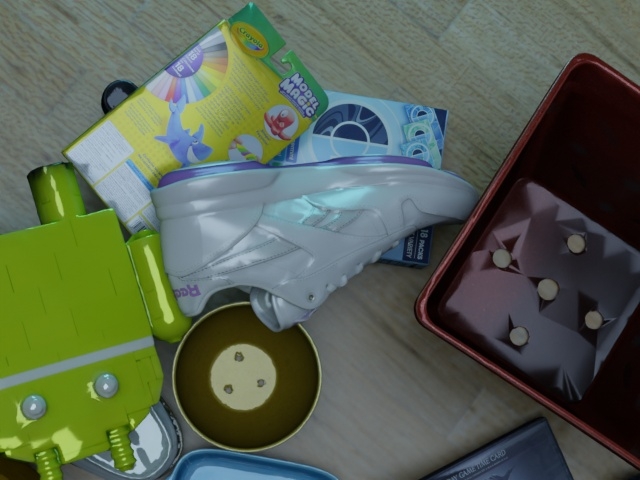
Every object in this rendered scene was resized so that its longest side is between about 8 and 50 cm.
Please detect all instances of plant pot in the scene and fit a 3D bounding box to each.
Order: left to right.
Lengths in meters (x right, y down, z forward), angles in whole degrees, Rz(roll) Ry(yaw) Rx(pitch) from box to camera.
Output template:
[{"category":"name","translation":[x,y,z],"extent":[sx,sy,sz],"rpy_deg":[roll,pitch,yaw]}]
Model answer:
[{"category":"plant pot","translation":[-0.070,0.126,1.125],"extent":[0.134,0.095,0.134],"rpy_deg":[1,84,-6]},{"category":"plant pot","translation":[0.238,0.035,1.100],"extent":[0.267,0.236,0.267],"rpy_deg":[34,81,-2]}]

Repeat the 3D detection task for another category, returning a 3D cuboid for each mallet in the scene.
[{"category":"mallet","translation":[-0.165,-0.064,1.173],"extent":[0.039,0.062,0.190],"rpy_deg":[-22,101,-10]}]

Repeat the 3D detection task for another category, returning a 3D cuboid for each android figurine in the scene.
[{"category":"android figurine","translation":[-0.232,0.074,1.028],"extent":[0.248,0.056,0.273],"rpy_deg":[-13,82,-23]}]

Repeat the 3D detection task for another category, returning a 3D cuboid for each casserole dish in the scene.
[{"category":"casserole dish","translation":[-0.062,0.259,1.140],"extent":[0.188,0.037,0.114],"rpy_deg":[11,82,-4]}]

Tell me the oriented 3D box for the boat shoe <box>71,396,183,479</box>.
[{"category":"boat shoe","translation":[-0.253,0.116,1.102],"extent":[0.302,0.103,0.113],"rpy_deg":[39,80,-1]}]

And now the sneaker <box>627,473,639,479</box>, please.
[{"category":"sneaker","translation":[0.381,0.263,1.183],"extent":[0.209,0.069,0.082],"rpy_deg":[-7,117,-16]}]

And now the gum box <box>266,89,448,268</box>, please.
[{"category":"gum box","translation":[0.023,-0.063,1.185],"extent":[0.184,0.041,0.157],"rpy_deg":[9,82,-6]}]

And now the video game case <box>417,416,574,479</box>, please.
[{"category":"video game case","translation":[0.190,0.329,1.134],"extent":[0.196,0.026,0.274],"rpy_deg":[-21,87,-28]}]

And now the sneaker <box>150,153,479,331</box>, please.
[{"category":"sneaker","translation":[0.000,0.000,1.087],"extent":[0.305,0.114,0.152],"rpy_deg":[-5,90,-20]}]

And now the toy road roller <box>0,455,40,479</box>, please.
[{"category":"toy road roller","translation":[-0.339,0.320,1.048],"extent":[0.202,0.240,0.329],"rpy_deg":[42,118,0]}]

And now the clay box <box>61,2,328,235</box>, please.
[{"category":"clay box","translation":[-0.113,-0.103,1.120],"extent":[0.222,0.053,0.127],"rpy_deg":[-40,102,-7]}]
